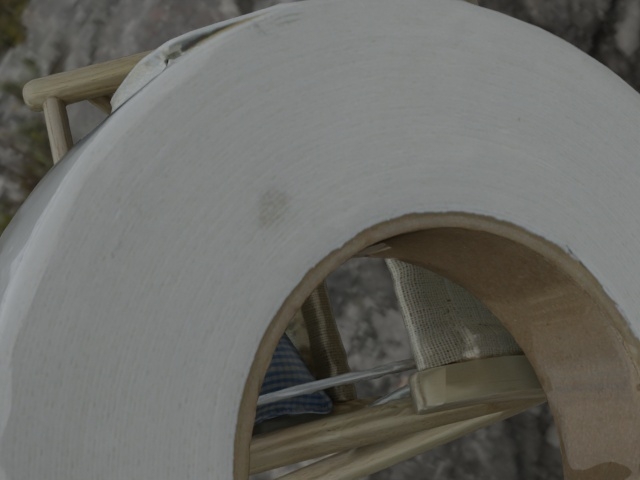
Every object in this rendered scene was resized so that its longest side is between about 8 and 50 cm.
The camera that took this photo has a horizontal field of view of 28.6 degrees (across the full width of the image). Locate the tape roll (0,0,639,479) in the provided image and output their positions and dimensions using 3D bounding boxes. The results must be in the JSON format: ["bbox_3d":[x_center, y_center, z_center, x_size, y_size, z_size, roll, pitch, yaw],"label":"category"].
[{"bbox_3d":[0.044,0.093,0.502,0.072,0.392,0.392,-22,49,59],"label":"tape roll"}]

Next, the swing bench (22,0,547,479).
[{"bbox_3d":[0.000,0.000,0.700,0.254,0.165,0.253,-21,68,15],"label":"swing bench"}]
